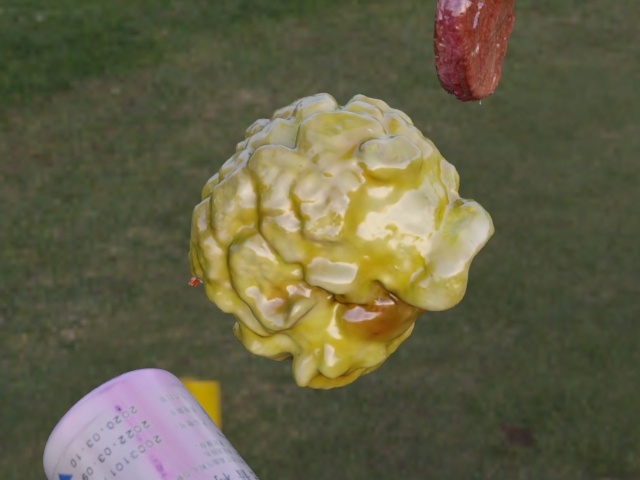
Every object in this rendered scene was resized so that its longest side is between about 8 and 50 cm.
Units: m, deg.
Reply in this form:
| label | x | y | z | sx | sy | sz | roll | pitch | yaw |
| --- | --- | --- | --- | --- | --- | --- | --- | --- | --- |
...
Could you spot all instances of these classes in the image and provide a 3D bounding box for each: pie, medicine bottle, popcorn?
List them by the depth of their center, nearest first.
| label | x | y | z | sx | sy | sz | roll | pitch | yaw |
| --- | --- | --- | --- | --- | --- | --- | --- | --- | --- |
| popcorn | 0.010 | 0.005 | 1.136 | 0.216 | 0.235 | 0.181 | 26 | 28 | 10 |
| medicine bottle | -0.118 | 0.245 | 1.300 | 0.152 | 0.152 | 0.254 | -19 | 55 | -39 |
| pie | 0.164 | -0.232 | 1.548 | 0.049 | 0.182 | 0.182 | 10 | 24 | 22 |

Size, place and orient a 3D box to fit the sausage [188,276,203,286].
| label | x | y | z | sx | sy | sz | roll | pitch | yaw |
| --- | --- | --- | --- | --- | --- | --- | --- | --- | --- |
| sausage | -0.037 | -0.016 | 1.446 | 0.234 | 0.071 | 0.071 | -33 | 10 | 24 |
